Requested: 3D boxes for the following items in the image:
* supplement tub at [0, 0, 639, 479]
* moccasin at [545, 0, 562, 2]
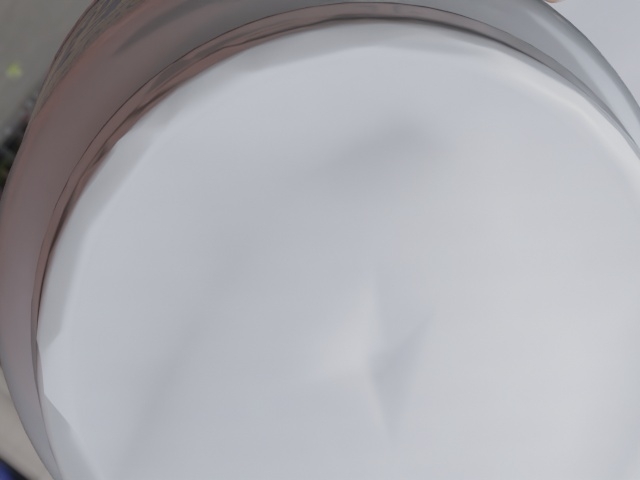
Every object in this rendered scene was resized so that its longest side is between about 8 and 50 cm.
[{"bbox_3d":[0.000,0.000,0.676,0.228,0.228,0.316,-50,-168,5],"label":"supplement tub"},{"bbox_3d":[0.165,-0.322,1.198,0.139,0.147,0.380,-52,160,-54],"label":"moccasin"}]
